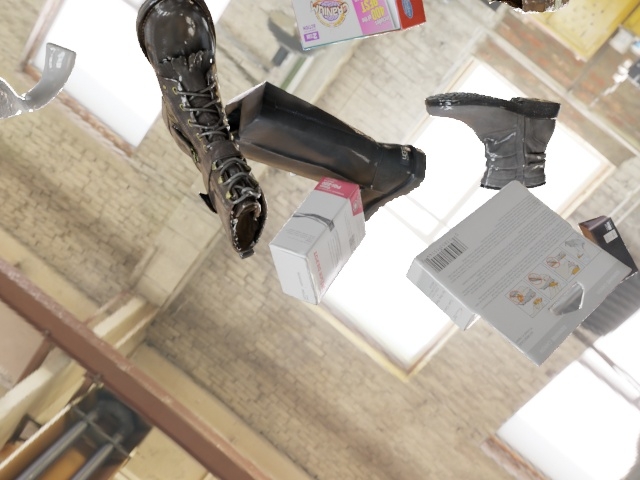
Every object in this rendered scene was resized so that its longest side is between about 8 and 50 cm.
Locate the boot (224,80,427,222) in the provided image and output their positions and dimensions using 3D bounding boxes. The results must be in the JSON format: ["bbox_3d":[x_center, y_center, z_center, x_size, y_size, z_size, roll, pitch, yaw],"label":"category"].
[{"bbox_3d":[-0.045,-0.163,1.616,0.445,0.367,0.146,12,-122,-35],"label":"boot"}]

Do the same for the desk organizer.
[{"bbox_3d":[0.535,0.013,1.356,0.130,0.047,0.050,55,-178,-20],"label":"desk organizer"}]

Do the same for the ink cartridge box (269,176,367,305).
[{"bbox_3d":[0.000,0.000,1.496,0.092,0.158,0.218,17,-127,26],"label":"ink cartridge box"}]

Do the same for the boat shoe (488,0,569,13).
[{"bbox_3d":[0.324,-0.455,1.258,0.257,0.095,0.095,-116,7,-57],"label":"boat shoe"}]

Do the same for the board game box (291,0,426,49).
[{"bbox_3d":[0.029,-0.481,1.159,0.064,0.316,0.242,-28,-158,-36],"label":"board game box"}]

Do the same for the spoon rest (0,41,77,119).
[{"bbox_3d":[-0.455,-0.215,1.032,0.137,0.084,0.276,22,-150,13],"label":"spoon rest"}]

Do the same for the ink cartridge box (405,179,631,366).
[{"bbox_3d":[0.337,0.056,1.236,0.296,0.066,0.261,-34,-113,-31],"label":"ink cartridge box"}]

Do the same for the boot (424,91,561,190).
[{"bbox_3d":[0.390,-0.220,1.669,0.338,0.222,0.118,3,-162,-12],"label":"boot"}]

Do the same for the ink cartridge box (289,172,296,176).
[{"bbox_3d":[-0.071,-0.232,1.897,0.135,0.056,0.099,-117,12,-69],"label":"ink cartridge box"}]

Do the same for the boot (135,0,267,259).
[{"bbox_3d":[-0.119,-0.126,0.826,0.091,0.263,0.229,-22,-121,-13],"label":"boot"}]
